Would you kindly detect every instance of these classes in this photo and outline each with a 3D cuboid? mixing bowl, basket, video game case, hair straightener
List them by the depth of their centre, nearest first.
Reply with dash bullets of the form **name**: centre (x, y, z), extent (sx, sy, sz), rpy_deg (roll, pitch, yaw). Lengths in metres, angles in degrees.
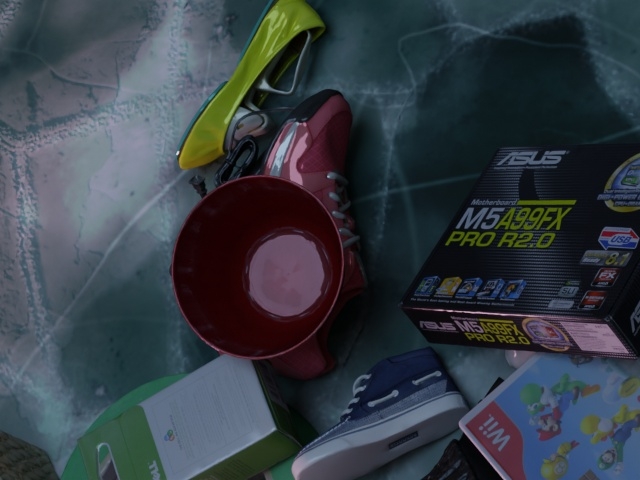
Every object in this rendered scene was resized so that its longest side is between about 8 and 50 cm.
- **video game case**: centre (0.285, 0.137, 1.739), extent (0.285, 0.025, 0.204), rpy_deg (-42, 47, 2)
- **mixing bowl**: centre (-0.048, 0.029, 1.930), extent (0.181, 0.098, 0.181), rpy_deg (-2, 84, 18)
- **basket**: centre (-0.357, 0.276, 2.090), extent (0.103, 0.167, 0.113), rpy_deg (-35, 61, 9)
- **hair straightener**: centre (-0.095, -0.052, 2.092), extent (0.230, 0.089, 0.047), rpy_deg (-56, 35, 4)

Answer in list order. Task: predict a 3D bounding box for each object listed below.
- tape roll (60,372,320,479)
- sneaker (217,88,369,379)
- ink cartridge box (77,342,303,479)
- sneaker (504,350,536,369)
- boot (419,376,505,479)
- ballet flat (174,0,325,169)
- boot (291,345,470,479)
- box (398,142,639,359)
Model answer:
- **tape roll**: centre (-0.131, 0.301, 2.011), extent (0.321, 0.077, 0.321), rpy_deg (-8, 71, 26)
- **sneaker**: centre (0.000, 0.000, 2.030), extent (0.136, 0.116, 0.314), rpy_deg (16, 89, 21)
- **ink cartridge box**: centre (-0.133, 0.204, 1.950), extent (0.209, 0.062, 0.109), rpy_deg (-30, 56, 12)
- **sneaker**: centre (0.286, 0.078, 1.852), extent (0.235, 0.090, 0.095), rpy_deg (-30, 72, 19)
- **boot**: centre (0.201, 0.315, 1.789), extent (0.260, 0.131, 0.348), rpy_deg (-51, 47, -2)
- **ballet flat**: centre (-0.072, -0.164, 2.129), extent (0.077, 0.077, 0.231), rpy_deg (33, 90, 16)
- **boot**: centre (0.048, 0.176, 1.933), extent (0.190, 0.069, 0.086), rpy_deg (-20, 55, -13)
- **box**: centre (0.229, 0.005, 1.823), extent (0.270, 0.060, 0.216), rpy_deg (2, 51, 49)
